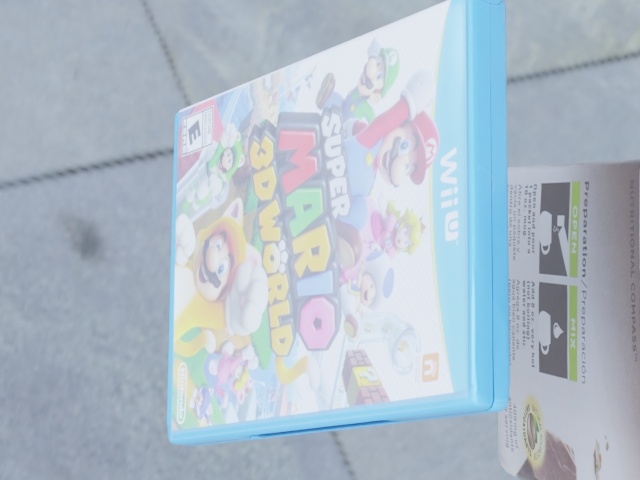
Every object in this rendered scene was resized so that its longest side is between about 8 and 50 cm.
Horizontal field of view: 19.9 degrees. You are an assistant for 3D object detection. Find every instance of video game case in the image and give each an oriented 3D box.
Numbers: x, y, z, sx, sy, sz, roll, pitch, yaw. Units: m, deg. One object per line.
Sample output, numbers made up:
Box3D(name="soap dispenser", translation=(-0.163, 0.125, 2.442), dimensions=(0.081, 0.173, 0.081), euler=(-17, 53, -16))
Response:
Box3D(name="video game case", translation=(0.000, 0.000, 0.572), dimensions=(0.015, 0.166, 0.119), euler=(9, 77, -34))

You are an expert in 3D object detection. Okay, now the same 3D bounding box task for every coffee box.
Box3D(name="coffee box", translation=(0.177, 0.032, 0.540), dimensions=(0.168, 0.297, 0.118), euler=(0, 91, -12))
